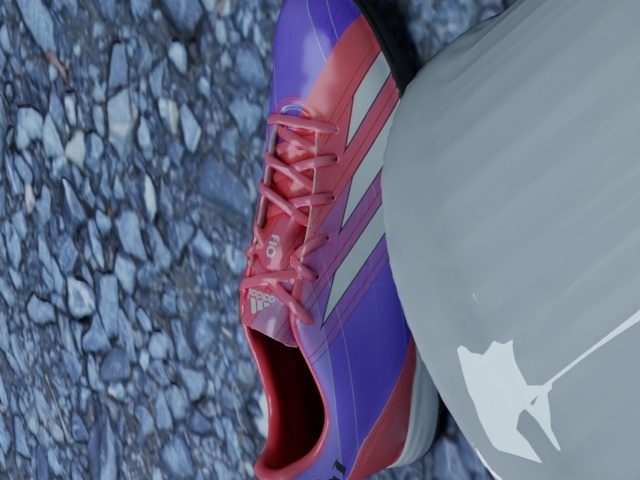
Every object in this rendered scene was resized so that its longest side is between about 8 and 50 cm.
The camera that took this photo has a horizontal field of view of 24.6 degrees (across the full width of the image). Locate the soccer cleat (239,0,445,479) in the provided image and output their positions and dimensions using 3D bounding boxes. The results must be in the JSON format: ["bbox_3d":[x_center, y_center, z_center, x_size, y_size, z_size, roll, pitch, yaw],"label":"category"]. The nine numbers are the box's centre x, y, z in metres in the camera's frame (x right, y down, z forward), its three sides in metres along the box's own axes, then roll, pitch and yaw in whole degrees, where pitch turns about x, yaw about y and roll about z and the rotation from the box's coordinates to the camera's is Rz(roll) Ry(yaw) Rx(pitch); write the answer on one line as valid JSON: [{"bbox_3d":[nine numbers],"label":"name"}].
[{"bbox_3d":[0.000,0.000,0.901,0.108,0.116,0.318,12,112,53],"label":"soccer cleat"}]

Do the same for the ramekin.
[{"bbox_3d":[0.172,-0.005,0.520,0.135,0.277,0.277,-45,65,44],"label":"ramekin"}]
